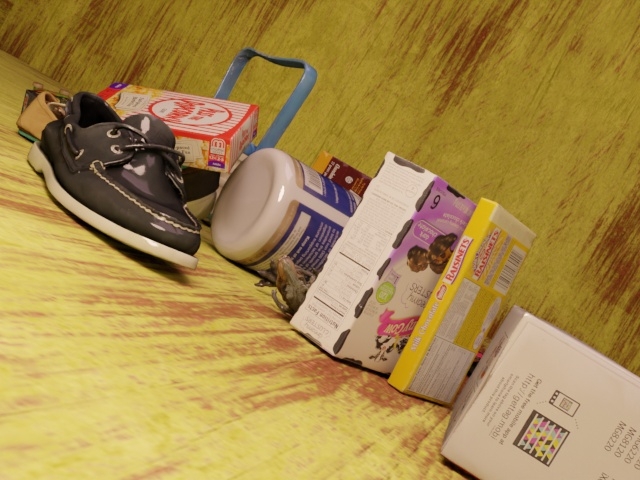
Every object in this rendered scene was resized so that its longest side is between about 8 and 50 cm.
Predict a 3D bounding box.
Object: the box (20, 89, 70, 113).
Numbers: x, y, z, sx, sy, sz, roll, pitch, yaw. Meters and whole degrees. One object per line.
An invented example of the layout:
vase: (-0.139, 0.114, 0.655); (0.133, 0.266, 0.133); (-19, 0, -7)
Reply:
box: (-0.354, -0.175, 1.359); (0.159, 0.044, 0.233); (9, 14, -34)

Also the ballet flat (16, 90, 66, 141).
ballet flat: (-0.291, -0.121, 1.122); (0.232, 0.073, 0.080); (31, 1, 16)

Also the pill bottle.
pill bottle: (0.000, 0.000, 1.164); (0.264, 0.153, 0.153); (29, 2, -34)

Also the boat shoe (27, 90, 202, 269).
boat shoe: (-0.193, -0.075, 0.869); (0.127, 0.113, 0.340); (28, 3, -32)

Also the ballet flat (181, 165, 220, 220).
ballet flat: (-0.185, -0.077, 1.181); (0.280, 0.095, 0.096); (-151, -135, -67)

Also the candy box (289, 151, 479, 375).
candy box: (0.083, 0.035, 0.891); (0.070, 0.196, 0.164); (31, 3, 40)

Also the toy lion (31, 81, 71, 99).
toy lion: (-0.588, -0.311, 1.925); (0.100, 0.034, 0.096); (11, 20, -39)

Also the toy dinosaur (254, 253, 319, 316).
toy dinosaur: (0.003, 0.067, 0.976); (0.118, 0.064, 0.268); (40, 6, 39)

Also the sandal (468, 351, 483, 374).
sandal: (0.238, 0.189, 1.431); (0.067, 0.040, 0.179); (31, 3, 19)

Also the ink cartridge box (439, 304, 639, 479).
ink cartridge box: (0.257, 0.181, 0.764); (0.271, 0.130, 0.309); (31, 3, 12)

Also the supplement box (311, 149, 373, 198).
supplement box: (0.042, -0.010, 1.399); (0.194, 0.129, 0.191); (30, -21, 1)

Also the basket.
basket: (-0.136, -0.170, 1.406); (0.201, 0.289, 0.254); (34, -3, -32)

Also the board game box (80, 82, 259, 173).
board game box: (-0.185, -0.140, 1.069); (0.193, 0.045, 0.147); (10, 25, 5)

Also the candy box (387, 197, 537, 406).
candy box: (0.147, 0.067, 0.894); (0.027, 0.206, 0.105); (27, 0, 41)
